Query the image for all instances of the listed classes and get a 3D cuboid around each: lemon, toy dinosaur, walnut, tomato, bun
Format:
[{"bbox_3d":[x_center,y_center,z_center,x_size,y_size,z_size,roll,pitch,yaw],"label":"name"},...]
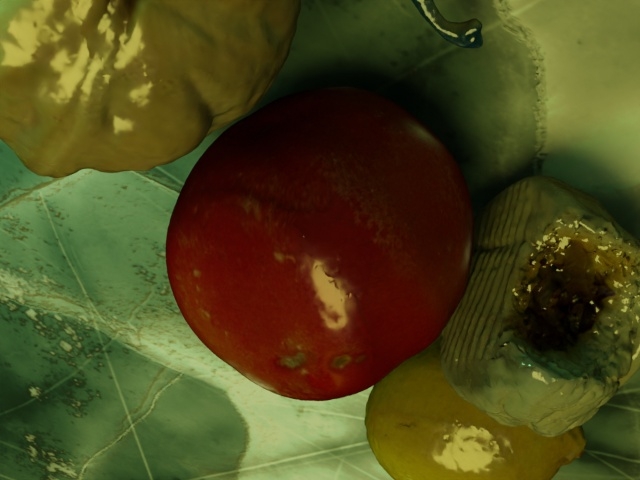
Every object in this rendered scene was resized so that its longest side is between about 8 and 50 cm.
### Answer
[{"bbox_3d":[0.189,0.224,1.310,0.263,0.236,0.236,-4,133,0],"label":"lemon"},{"bbox_3d":[0.031,-0.271,1.007,0.247,0.075,0.188,9,141,33],"label":"toy dinosaur"},{"bbox_3d":[-0.197,-0.228,0.910,0.381,0.381,0.381,12,135,12],"label":"walnut"},{"bbox_3d":[0.000,0.000,1.115,0.325,0.293,0.290,6,133,44],"label":"tomato"},{"bbox_3d":[0.255,0.080,1.130,0.204,0.282,0.281,25,138,-19],"label":"bun"}]
